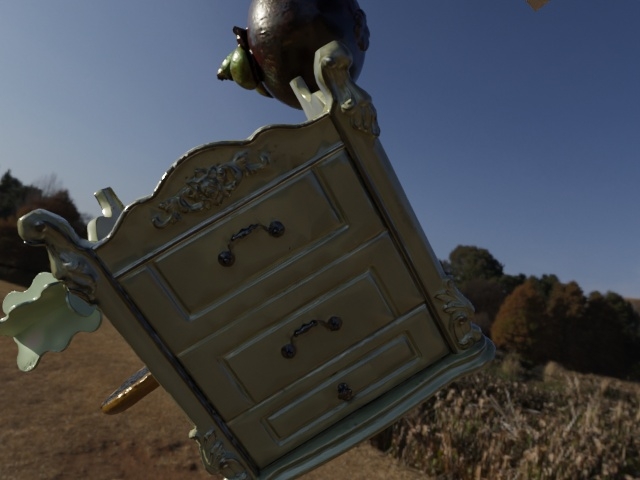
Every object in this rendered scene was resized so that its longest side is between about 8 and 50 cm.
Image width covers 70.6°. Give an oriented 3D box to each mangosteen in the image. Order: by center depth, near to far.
[{"bbox_3d":[-0.067,-0.462,1.060,0.360,0.305,0.306,1,-10,18],"label":"mangosteen"}]

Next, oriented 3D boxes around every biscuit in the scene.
[{"bbox_3d":[-0.293,0.235,0.860,0.037,0.262,0.262,54,-14,-4],"label":"biscuit"}]

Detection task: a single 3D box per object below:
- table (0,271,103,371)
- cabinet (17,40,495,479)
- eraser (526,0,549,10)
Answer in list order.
[{"bbox_3d":[-0.509,0.135,0.854,0.198,0.166,0.166,-31,-17,8],"label":"table"},{"bbox_3d":[-0.046,0.026,0.470,0.290,0.317,0.227,-30,17,-3],"label":"cabinet"},{"bbox_3d":[0.295,-0.485,0.700,0.404,0.098,0.096,-5,-23,-49],"label":"eraser"}]
